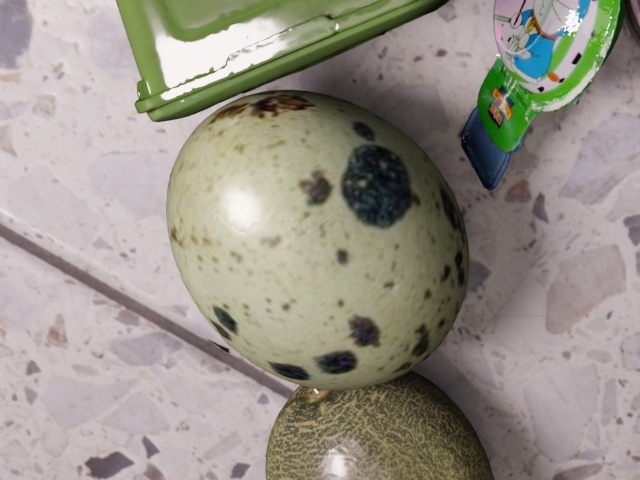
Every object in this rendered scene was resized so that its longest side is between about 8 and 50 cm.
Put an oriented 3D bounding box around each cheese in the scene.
[{"bbox_3d":[0.220,-0.196,1.234,0.083,0.204,0.320,4,132,-26],"label":"cheese"}]

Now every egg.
[{"bbox_3d":[0.000,0.000,1.250,0.288,0.287,0.379,-20,145,13],"label":"egg"}]

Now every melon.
[{"bbox_3d":[0.077,0.289,1.405,0.249,0.248,0.329,-26,116,15],"label":"melon"}]

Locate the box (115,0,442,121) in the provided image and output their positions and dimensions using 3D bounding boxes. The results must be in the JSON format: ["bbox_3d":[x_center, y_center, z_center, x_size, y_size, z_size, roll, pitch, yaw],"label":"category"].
[{"bbox_3d":[-0.040,-0.255,1.199,0.329,0.253,0.177,-22,99,13],"label":"box"}]

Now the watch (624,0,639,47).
[{"bbox_3d":[0.392,-0.229,1.209,0.248,0.211,0.217,-41,85,11],"label":"watch"}]
